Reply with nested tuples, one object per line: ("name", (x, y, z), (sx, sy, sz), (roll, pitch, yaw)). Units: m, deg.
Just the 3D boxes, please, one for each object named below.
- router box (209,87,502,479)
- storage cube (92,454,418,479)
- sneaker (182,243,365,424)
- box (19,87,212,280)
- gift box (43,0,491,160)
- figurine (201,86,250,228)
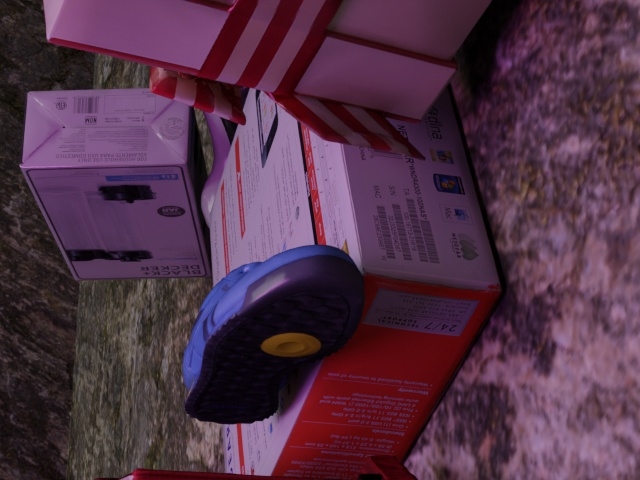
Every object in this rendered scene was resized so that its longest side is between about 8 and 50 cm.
("router box", (0.000, 0.000, 0.824), (0.301, 0.082, 0.336), (113, 158, -44))
("storage cube", (-0.024, 0.218, 0.620), (0.183, 0.193, 0.215), (145, 129, -69))
("sneaker", (-0.032, 0.035, 0.648), (0.209, 0.069, 0.082), (127, 149, -60))
("box", (-0.207, -0.051, 1.276), (0.290, 0.169, 0.087), (93, 176, -66))
("gift box", (-0.003, -0.211, 0.642), (0.258, 0.276, 0.255), (-54, 33, 38))
("figurine", (-0.075, -0.087, 1.128), (0.215, 0.092, 0.210), (-144, 58, -73))
